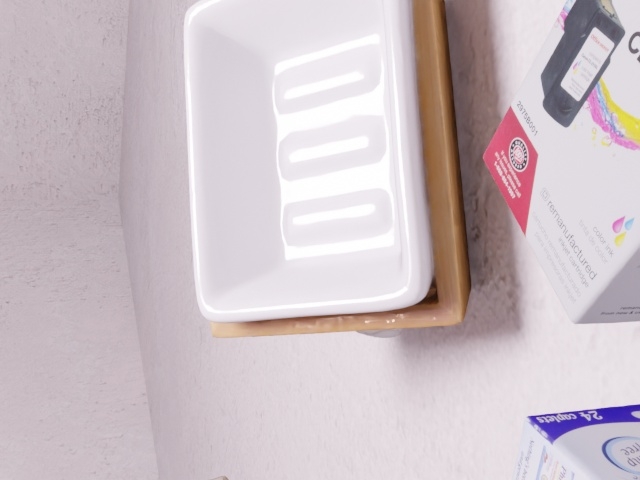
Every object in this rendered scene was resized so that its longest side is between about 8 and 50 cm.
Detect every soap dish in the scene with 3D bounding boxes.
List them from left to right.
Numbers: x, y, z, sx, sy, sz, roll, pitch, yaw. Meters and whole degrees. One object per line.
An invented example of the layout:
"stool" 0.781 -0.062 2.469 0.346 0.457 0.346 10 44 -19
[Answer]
"soap dish" 0.005 -0.072 0.615 0.229 0.118 0.290 -8 83 33

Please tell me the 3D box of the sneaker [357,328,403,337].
"sneaker" 0.030 -0.018 0.719 0.115 0.090 0.232 -60 41 39

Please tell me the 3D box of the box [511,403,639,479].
"box" 0.164 0.129 0.307 0.137 0.126 0.072 -136 49 -61

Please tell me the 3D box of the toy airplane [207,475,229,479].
"toy airplane" -0.038 0.460 0.665 0.386 0.272 0.384 -138 42 -56

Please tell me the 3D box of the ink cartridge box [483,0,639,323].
"ink cartridge box" 0.163 -0.062 0.368 0.175 0.072 0.127 110 151 -46
